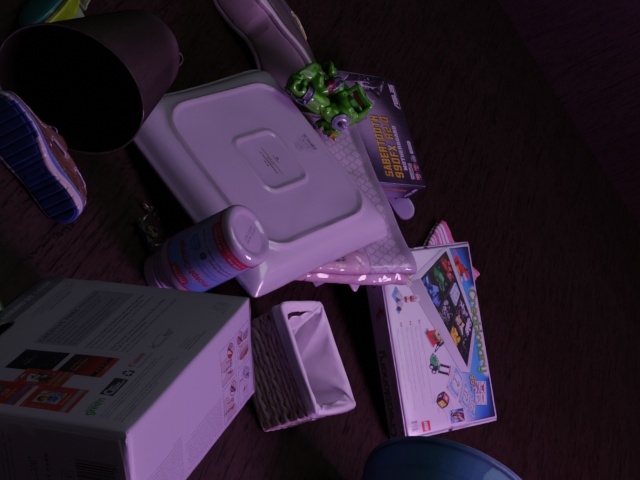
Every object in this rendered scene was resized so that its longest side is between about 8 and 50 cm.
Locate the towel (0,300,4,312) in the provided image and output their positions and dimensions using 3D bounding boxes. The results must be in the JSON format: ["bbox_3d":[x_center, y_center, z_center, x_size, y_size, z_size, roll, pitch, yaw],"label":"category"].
[{"bbox_3d":[-0.421,-0.019,1.240,0.325,0.038,0.248,-2,67,-87],"label":"towel"}]

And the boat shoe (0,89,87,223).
[{"bbox_3d":[-0.350,-0.109,1.547,0.183,0.066,0.066,64,22,-22],"label":"boat shoe"}]

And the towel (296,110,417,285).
[{"bbox_3d":[-0.023,-0.080,1.954,0.317,0.053,0.332,5,52,-37],"label":"towel"}]

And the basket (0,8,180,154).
[{"bbox_3d":[-0.285,-0.224,1.652,0.204,0.154,0.227,27,24,4],"label":"basket"}]

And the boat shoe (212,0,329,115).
[{"bbox_3d":[-0.070,-0.336,2.148,0.305,0.109,0.091,57,33,-5],"label":"boat shoe"}]

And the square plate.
[{"bbox_3d":[-0.086,-0.108,1.842,0.347,0.049,0.344,52,39,11],"label":"square plate"}]

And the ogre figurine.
[{"bbox_3d":[0.016,-0.228,2.001,0.118,0.097,0.197,47,2,3],"label":"ogre figurine"}]

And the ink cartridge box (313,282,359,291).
[{"bbox_3d":[0.000,0.000,2.039,0.180,0.060,0.104,56,30,-14],"label":"ink cartridge box"}]

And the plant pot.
[{"bbox_3d":[0.142,0.452,1.719,0.271,0.272,0.255,52,44,-22],"label":"plant pot"}]

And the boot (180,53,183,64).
[{"bbox_3d":[-0.235,-0.249,1.820,0.042,0.087,0.118,49,31,-23],"label":"boot"}]

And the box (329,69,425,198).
[{"bbox_3d":[0.082,-0.194,2.292,0.183,0.056,0.231,4,63,-41],"label":"box"}]

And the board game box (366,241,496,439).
[{"bbox_3d":[0.181,0.162,2.069,0.193,0.053,0.305,-6,85,-33],"label":"board game box"}]

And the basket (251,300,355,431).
[{"bbox_3d":[-0.040,0.180,1.780,0.113,0.103,0.167,3,66,-59],"label":"basket"}]

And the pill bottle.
[{"bbox_3d":[-0.154,0.020,1.658,0.087,0.160,0.087,40,36,-37],"label":"pill bottle"}]

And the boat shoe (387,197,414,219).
[{"bbox_3d":[0.128,-0.098,2.360,0.142,0.049,0.040,60,-8,7],"label":"boat shoe"}]

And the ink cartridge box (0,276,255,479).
[{"bbox_3d":[-0.253,0.165,1.358,0.309,0.272,0.130,-48,140,-60],"label":"ink cartridge box"}]

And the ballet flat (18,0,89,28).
[{"bbox_3d":[-0.349,-0.332,1.718,0.231,0.077,0.077,-86,154,-46],"label":"ballet flat"}]

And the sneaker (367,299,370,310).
[{"bbox_3d":[0.155,0.038,2.193,0.086,0.132,0.228,41,36,-37],"label":"sneaker"}]

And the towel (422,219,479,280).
[{"bbox_3d":[0.247,0.057,2.442,0.144,0.029,0.197,57,29,-12],"label":"towel"}]

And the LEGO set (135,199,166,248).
[{"bbox_3d":[-0.234,-0.017,1.707,0.054,0.023,0.083,52,17,-26],"label":"LEGO set"}]
